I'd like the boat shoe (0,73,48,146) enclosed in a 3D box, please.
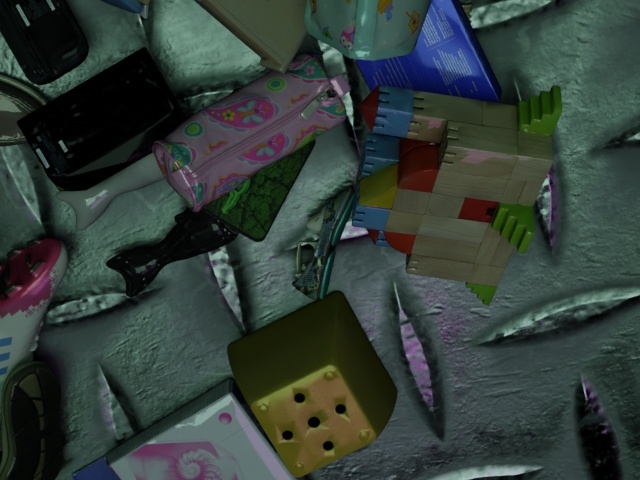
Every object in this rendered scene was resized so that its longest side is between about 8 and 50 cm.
[{"bbox_3d":[-0.559,-0.199,1.611,0.324,0.097,0.116,14,107,-5],"label":"boat shoe"}]

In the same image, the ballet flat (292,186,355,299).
[{"bbox_3d":[0.000,0.000,1.704,0.070,0.070,0.188,16,103,-6],"label":"ballet flat"}]

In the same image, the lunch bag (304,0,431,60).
[{"bbox_3d":[0.070,-0.357,1.386,0.160,0.262,0.223,11,115,6],"label":"lunch bag"}]

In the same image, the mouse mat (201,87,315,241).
[{"bbox_3d":[-0.106,-0.111,1.642,0.153,0.007,0.189,31,78,-19],"label":"mouse mat"}]

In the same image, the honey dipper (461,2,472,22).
[{"bbox_3d":[0.208,-0.269,1.637,0.030,0.030,0.160,-2,110,0],"label":"honey dipper"}]

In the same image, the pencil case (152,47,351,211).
[{"bbox_3d":[-0.096,-0.157,1.573,0.284,0.124,0.124,-32,107,-15],"label":"pencil case"}]

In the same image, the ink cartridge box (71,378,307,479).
[{"bbox_3d":[-0.193,0.443,1.837,0.330,0.071,0.324,-33,106,8],"label":"ink cartridge box"}]

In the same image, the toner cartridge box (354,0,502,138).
[{"bbox_3d":[0.112,-0.322,1.578,0.165,0.075,0.348,-22,107,20],"label":"toner cartridge box"}]

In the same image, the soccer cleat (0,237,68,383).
[{"bbox_3d":[-0.485,0.135,1.726,0.331,0.116,0.143,-44,126,9],"label":"soccer cleat"}]

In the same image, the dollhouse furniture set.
[{"bbox_3d":[-0.152,-0.411,1.537,0.198,0.303,0.286,35,82,-50],"label":"dollhouse furniture set"}]

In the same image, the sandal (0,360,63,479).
[{"bbox_3d":[-0.480,0.312,1.780,0.086,0.120,0.302,31,120,34],"label":"sandal"}]

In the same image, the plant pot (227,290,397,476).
[{"bbox_3d":[-0.012,0.239,1.712,0.212,0.187,0.212,-27,106,8],"label":"plant pot"}]

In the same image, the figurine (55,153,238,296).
[{"bbox_3d":[-0.267,-0.042,1.676,0.209,0.092,0.215,-32,104,13],"label":"figurine"}]

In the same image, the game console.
[{"bbox_3d":[-0.362,-0.263,1.582,0.213,0.044,0.361,-29,90,0],"label":"game console"}]

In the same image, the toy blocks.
[{"bbox_3d":[0.163,-0.072,1.589,0.261,0.190,0.381,8,141,-3],"label":"toy blocks"}]
